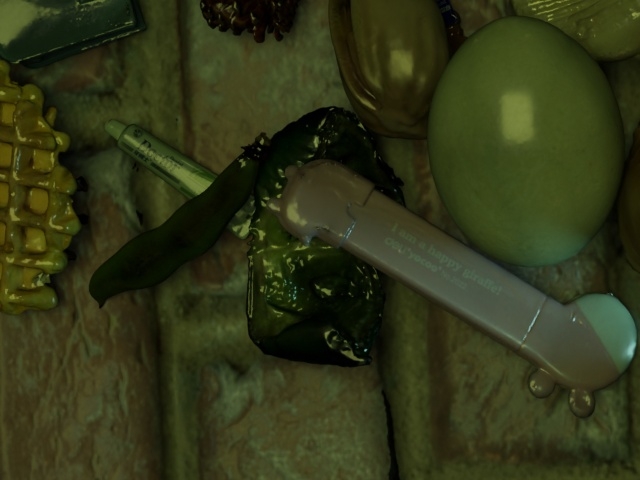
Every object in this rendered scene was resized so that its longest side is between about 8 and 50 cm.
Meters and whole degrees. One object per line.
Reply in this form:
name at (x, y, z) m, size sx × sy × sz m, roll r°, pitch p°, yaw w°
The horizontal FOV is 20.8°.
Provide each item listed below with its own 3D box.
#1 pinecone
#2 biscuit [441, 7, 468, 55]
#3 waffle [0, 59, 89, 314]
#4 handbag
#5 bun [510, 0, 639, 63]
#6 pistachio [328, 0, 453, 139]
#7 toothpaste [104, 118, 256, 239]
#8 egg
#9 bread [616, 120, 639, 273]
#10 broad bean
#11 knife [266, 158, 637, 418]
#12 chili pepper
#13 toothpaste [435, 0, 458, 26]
pinecone at (-0.071, -0.253, 1.820) m, size 0.109 × 0.102 × 0.102 m, roll -13°, pitch 84°, yaw 40°
biscuit at (0.111, -0.199, 1.809) m, size 0.092 × 0.016 × 0.082 m, roll -4°, pitch 80°, yaw 19°
waffle at (-0.398, -0.057, 1.873) m, size 0.329 × 0.062 × 0.329 m, roll 3°, pitch 101°, yaw 18°
handbag at (-0.287, -0.314, 1.884) m, size 0.179 × 0.062 × 0.229 m, roll -18°, pitch 84°, yaw 8°
bun at (0.289, -0.280, 1.712) m, size 0.231 × 0.133 × 0.231 m, roll 0°, pitch 91°, yaw 38°
pistachio at (0.075, -0.200, 1.750) m, size 0.129 × 0.131 × 0.206 m, roll -33°, pitch 63°, yaw 47°
toothpaste at (-0.148, -0.073, 1.858) m, size 0.197 × 0.029 × 0.048 m, roll 34°, pitch 96°, yaw 9°
egg at (0.195, -0.093, 1.657) m, size 0.186 × 0.186 × 0.253 m, roll -7°, pitch 119°, yaw 12°
bread at (0.450, -0.096, 1.558) m, size 0.250 × 0.394 × 0.361 m, roll 26°, pitch 91°, yaw -3°
broad bean at (-0.143, -0.007, 1.807) m, size 0.297 × 0.043 × 0.060 m, roll -38°, pitch 88°, yaw 30°
knife at (0.133, 0.035, 1.730) m, size 0.398 × 0.038 × 0.132 m, roll 31°, pitch 73°, yaw -7°
chili pepper at (0.003, -0.003, 1.790) m, size 0.148 × 0.116 × 0.264 m, roll -1°, pitch 87°, yaw 24°
toothpaste at (0.120, -0.259, 1.804) m, size 0.024 × 0.015 × 0.083 m, roll -21°, pitch 74°, yaw 16°
